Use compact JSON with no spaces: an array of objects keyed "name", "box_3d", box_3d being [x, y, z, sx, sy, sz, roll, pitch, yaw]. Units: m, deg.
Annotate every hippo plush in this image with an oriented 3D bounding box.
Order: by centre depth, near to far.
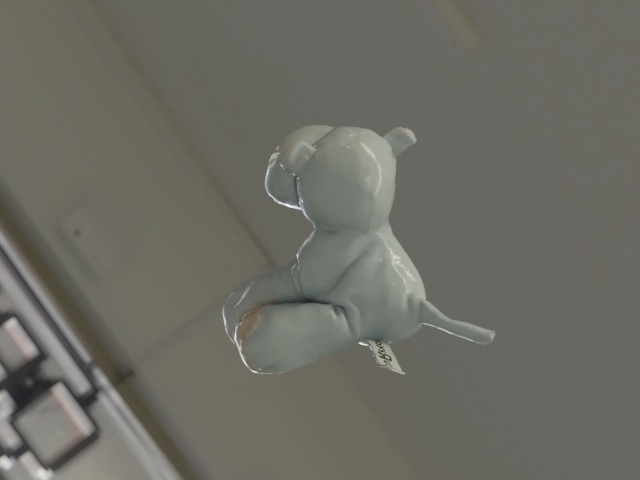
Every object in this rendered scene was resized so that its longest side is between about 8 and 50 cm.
[{"name":"hippo plush","box_3d":[0.000,0.000,1.864,0.294,0.234,0.236,-152,-133,-65]}]
